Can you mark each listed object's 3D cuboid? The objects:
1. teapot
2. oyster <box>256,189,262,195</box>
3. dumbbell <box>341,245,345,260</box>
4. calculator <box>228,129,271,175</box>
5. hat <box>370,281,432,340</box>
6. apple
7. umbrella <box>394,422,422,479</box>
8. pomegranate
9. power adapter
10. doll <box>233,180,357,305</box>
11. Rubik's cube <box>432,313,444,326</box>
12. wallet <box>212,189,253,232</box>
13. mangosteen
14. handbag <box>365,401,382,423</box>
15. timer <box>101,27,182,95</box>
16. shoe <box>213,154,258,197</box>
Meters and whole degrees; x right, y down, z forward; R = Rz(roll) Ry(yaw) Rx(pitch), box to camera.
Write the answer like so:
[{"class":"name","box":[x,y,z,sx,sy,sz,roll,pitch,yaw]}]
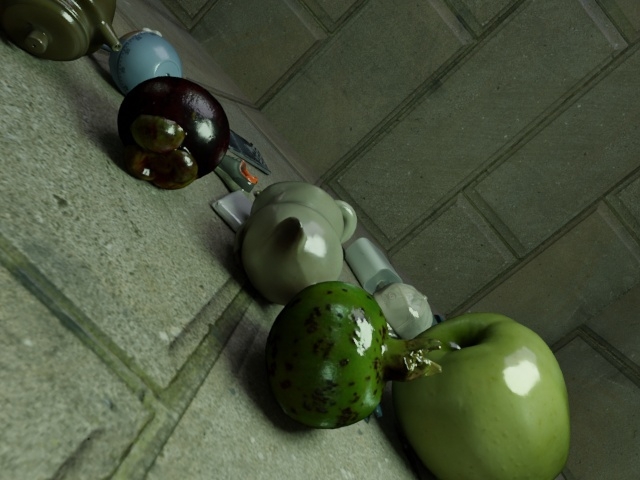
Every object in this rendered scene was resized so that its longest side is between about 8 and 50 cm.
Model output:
[{"class":"teapot","box":[-0.475,-0.396,0.743,0.267,0.185,0.176,12,59,-20]},{"class":"oyster","box":[-0.145,-0.102,1.330,0.121,0.045,0.146,20,28,-40]},{"class":"dumbbell","box":[0.000,0.000,1.360,0.100,0.100,0.191,39,14,-40]},{"class":"calculator","box":[-0.284,-0.335,1.584,0.274,0.028,0.166,26,28,-58]},{"class":"hat","box":[0.184,0.195,1.224,0.274,0.161,0.232,9,24,-20]},{"class":"apple","box":[0.322,0.330,0.892,0.357,0.357,0.357,46,12,-12]},{"class":"umbrella","box":[0.170,0.413,0.860,0.122,0.013,0.022,-118,-176,-53]},{"class":"pomegranate","box":[0.039,0.165,0.631,0.211,0.262,0.211,1,90,-69]},{"class":"power adapter","box":[0.217,0.131,1.686,0.187,0.124,0.255,37,16,-43]},{"class":"doll","box":[-0.055,-0.002,0.909,0.370,0.225,0.215,-64,143,-68]},{"class":"Rubik's cube","box":[0.338,0.353,1.268,0.183,0.180,0.167,48,12,-12]},{"class":"wallet","box":[-0.193,-0.071,1.037,0.095,0.033,0.190,49,11,-6]},{"class":"mangosteen","box":[-0.265,-0.192,0.795,0.210,0.210,0.210,46,12,-12]},{"class":"handbag","box":[0.078,0.262,0.912,0.144,0.057,0.221,52,11,-4]},{"class":"timer","box":[-0.429,-0.433,1.023,0.255,0.175,0.175,52,12,19]},{"class":"shoe","box":[-0.241,-0.199,1.163,0.194,0.077,0.074,51,12,9]}]
